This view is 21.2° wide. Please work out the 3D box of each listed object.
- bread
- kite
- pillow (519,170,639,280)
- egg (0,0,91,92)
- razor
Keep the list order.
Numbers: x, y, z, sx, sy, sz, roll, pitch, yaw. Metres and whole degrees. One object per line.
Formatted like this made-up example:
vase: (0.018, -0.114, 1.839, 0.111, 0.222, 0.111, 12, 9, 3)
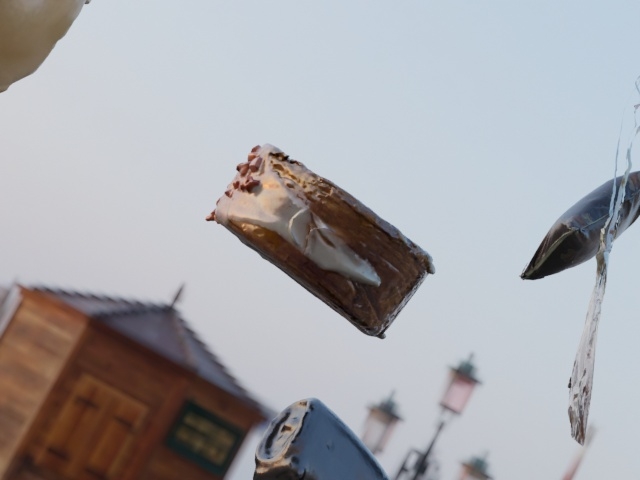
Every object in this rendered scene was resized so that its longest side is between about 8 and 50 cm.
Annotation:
bread: (0.000, 0.000, 1.210, 0.160, 0.073, 0.160, 35, 0, 0)
kite: (0.233, 0.013, 1.417, 0.015, 0.310, 0.169, 10, 7, 4)
pillow: (0.256, -0.016, 1.609, 0.048, 0.150, 0.090, 41, -41, 23)
egg: (-0.238, -0.184, 0.926, 0.201, 0.201, 0.244, 20, -3, 38)
razor: (0.013, 0.186, 1.241, 0.054, 0.090, 0.148, -19, -63, 32)
